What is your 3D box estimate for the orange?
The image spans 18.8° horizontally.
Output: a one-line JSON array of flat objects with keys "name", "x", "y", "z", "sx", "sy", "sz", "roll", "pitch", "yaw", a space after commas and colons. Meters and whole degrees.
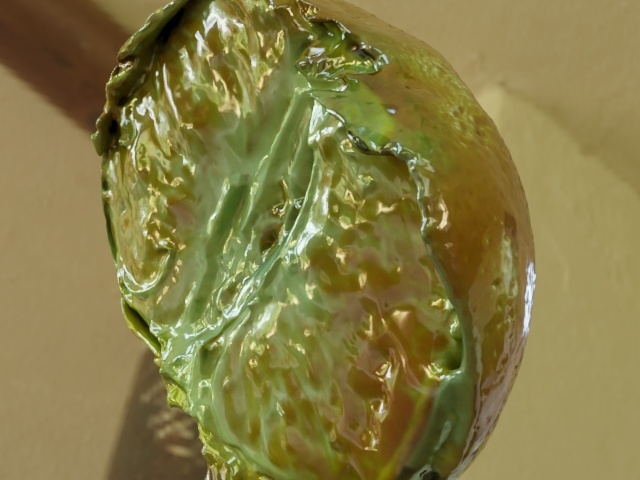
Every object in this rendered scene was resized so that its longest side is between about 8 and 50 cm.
[{"name": "orange", "x": 0.008, "y": -0.003, "z": 1.117, "sx": 0.196, "sy": 0.334, "sz": 0.262, "roll": -11, "pitch": -53, "yaw": -25}]
